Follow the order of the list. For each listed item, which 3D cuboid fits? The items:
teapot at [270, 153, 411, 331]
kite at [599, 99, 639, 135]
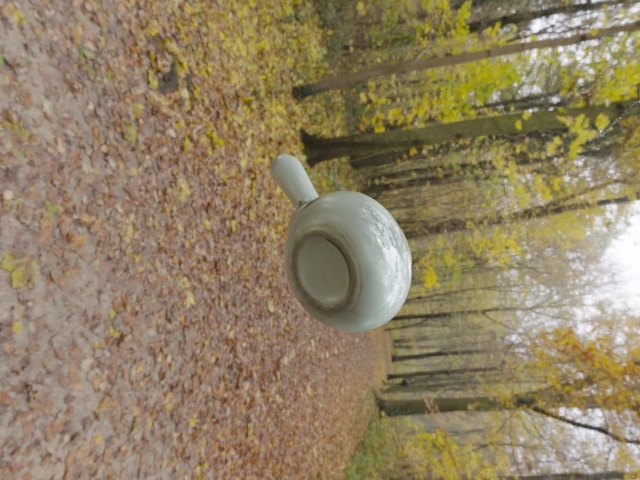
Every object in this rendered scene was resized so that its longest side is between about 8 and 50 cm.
[{"bbox_3d":[0.022,-0.020,0.692,0.149,0.220,0.318,-16,81,-48],"label":"teapot"},{"bbox_3d":[0.252,-0.109,0.364,0.044,0.002,0.078,-36,166,-36],"label":"kite"}]
